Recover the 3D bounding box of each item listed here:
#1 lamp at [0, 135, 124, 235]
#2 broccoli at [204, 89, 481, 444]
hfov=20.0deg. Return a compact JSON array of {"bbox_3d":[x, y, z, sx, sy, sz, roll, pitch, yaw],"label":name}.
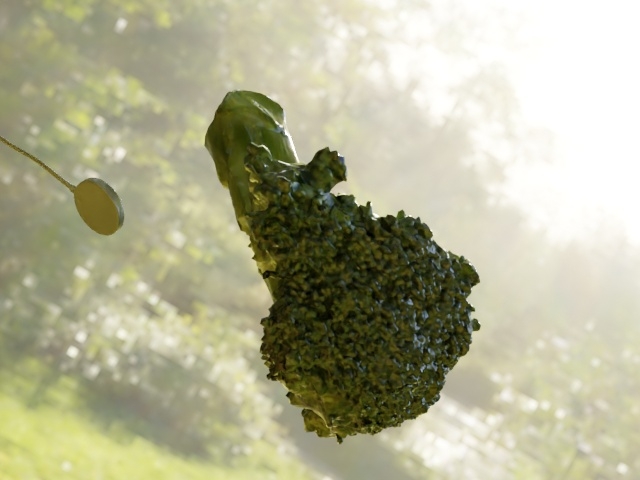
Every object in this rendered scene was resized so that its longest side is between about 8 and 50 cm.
[{"bbox_3d":[-0.227,-0.071,1.511,0.198,0.050,0.056,34,43,24],"label":"lamp"},{"bbox_3d":[0.003,0.035,1.886,0.275,0.353,0.397,-11,17,-21],"label":"broccoli"}]
